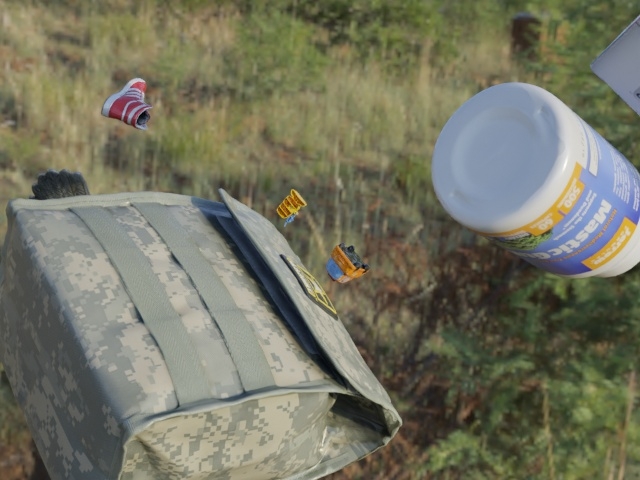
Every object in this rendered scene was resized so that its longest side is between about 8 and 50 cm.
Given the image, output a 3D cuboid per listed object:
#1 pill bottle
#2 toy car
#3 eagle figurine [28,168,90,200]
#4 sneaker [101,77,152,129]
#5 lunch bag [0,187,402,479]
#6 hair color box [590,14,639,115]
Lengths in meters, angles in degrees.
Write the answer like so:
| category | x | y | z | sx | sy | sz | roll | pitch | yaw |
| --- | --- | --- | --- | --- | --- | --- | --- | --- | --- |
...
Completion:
| category | x | y | z | sx | sy | sz | roll | pitch | yaw |
| --- | --- | --- | --- | --- | --- | --- | --- | --- | --- |
| pill bottle | 0.247 | -0.046 | 1.034 | 0.152 | 0.152 | 0.272 | 18 | -4 | 43 |
| toy car | 0.000 | 0.000 | 1.078 | 0.122 | 0.040 | 0.060 | 48 | 12 | -1 |
| eagle figurine | -0.325 | 0.022 | 1.606 | 0.226 | 0.225 | 0.298 | -20 | -24 | 29 |
| sneaker | -0.273 | -0.204 | 1.486 | 0.067 | 0.042 | 0.118 | 23 | 34 | 6 |
| lunch bag | -0.089 | 0.082 | 0.800 | 0.287 | 0.169 | 0.235 | -5 | 47 | -39 |
| hair color box | 0.425 | -0.217 | 0.874 | 0.174 | 0.347 | 0.105 | 46 | 51 | 3 |
